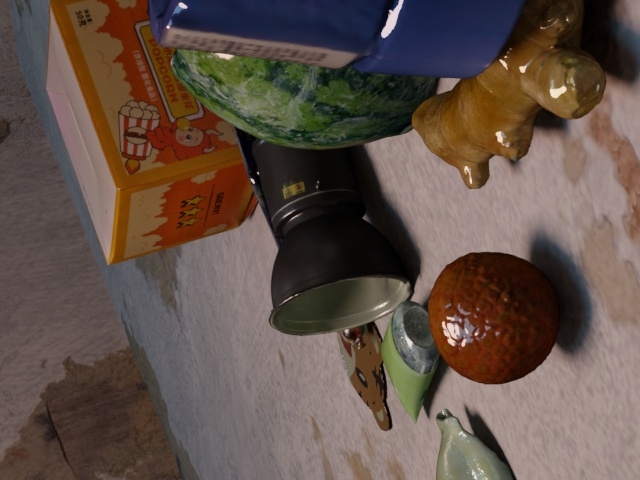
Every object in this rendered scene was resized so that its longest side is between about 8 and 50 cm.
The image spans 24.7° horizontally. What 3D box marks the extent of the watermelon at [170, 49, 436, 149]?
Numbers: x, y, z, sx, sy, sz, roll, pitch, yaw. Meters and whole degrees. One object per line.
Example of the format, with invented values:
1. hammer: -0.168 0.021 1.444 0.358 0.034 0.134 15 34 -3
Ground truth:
1. watermelon: -0.013 -0.176 1.271 0.305 0.224 0.180 133 145 -78

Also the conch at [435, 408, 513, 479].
1. conch: 0.142 0.243 1.369 0.088 0.065 0.180 126 132 -72

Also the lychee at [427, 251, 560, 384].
1. lychee: 0.135 0.066 1.146 0.140 0.114 0.101 -46 29 52

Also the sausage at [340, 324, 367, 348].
1. sausage: 0.000 0.000 1.652 0.033 0.033 0.269 110 142 -65

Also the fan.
1. fan: 0.030 0.113 1.719 0.226 0.008 0.152 -128 26 -52

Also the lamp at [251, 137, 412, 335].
1. lamp: -0.003 -0.033 1.493 0.172 0.147 0.227 52 -158 -65

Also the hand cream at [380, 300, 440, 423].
1. hand cream: 0.089 0.116 1.464 0.175 0.046 0.095 94 154 -67

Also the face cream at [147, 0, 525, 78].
1. face cream: 0.004 -0.233 0.936 0.249 0.225 0.249 -178 90 -77

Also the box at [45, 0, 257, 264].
1. box: -0.218 -0.160 1.914 0.259 0.214 0.283 119 131 -65

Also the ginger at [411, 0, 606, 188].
1. ginger: 0.129 -0.113 1.055 0.299 0.065 0.118 132 126 -75

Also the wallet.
1. wallet: -0.052 -0.043 1.700 0.167 0.036 0.222 -113 2 -55
